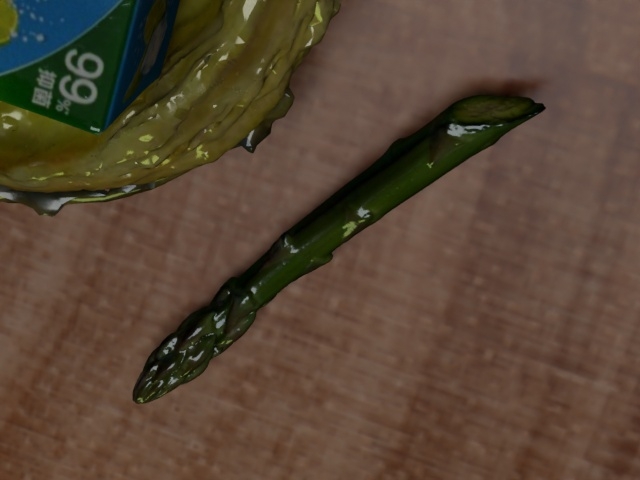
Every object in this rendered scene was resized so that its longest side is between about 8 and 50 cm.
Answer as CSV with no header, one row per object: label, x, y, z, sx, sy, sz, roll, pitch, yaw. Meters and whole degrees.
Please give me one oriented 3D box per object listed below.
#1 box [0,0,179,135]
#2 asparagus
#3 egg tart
box,-0.109,-0.154,0.642,0.139,0.073,0.194,19,115,4
asparagus,0.000,0.001,0.796,0.236,0.034,0.027,-38,116,23
egg tart,-0.113,-0.144,0.739,0.279,0.095,0.279,5,116,11
